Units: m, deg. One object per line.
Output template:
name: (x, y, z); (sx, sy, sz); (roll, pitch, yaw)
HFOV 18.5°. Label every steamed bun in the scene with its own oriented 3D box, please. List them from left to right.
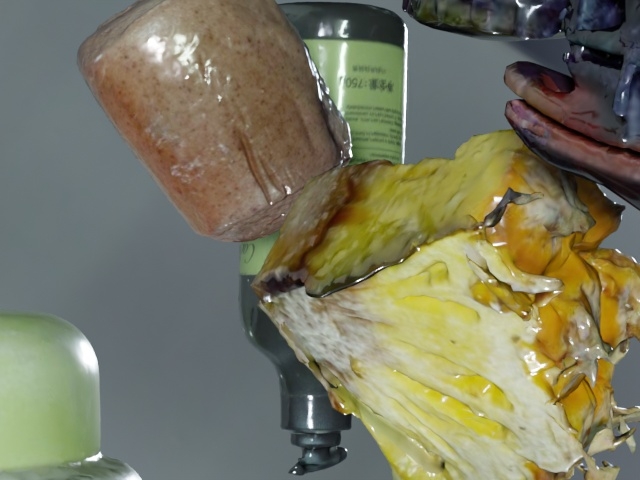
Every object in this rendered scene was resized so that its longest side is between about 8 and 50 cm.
steamed bun: (-0.047, -0.075, 1.044); (0.106, 0.145, 0.175); (-35, -171, 9)

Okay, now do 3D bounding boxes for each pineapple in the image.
pineapple: (0.064, 0.032, 0.895); (0.236, 0.186, 0.114); (83, 30, -47)

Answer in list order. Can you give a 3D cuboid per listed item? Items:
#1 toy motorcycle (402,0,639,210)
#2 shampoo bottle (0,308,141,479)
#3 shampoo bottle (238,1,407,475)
toy motorcycle: (0.194, -0.044, 0.561); (0.401, 0.207, 0.134); (26, -70, 61)
shampoo bottle: (-0.258, 0.194, 1.120); (0.322, 0.322, 0.317); (27, 63, -81)
shampoo bottle: (0.000, 0.000, 1.205); (0.101, 0.101, 0.284); (15, 76, -80)
